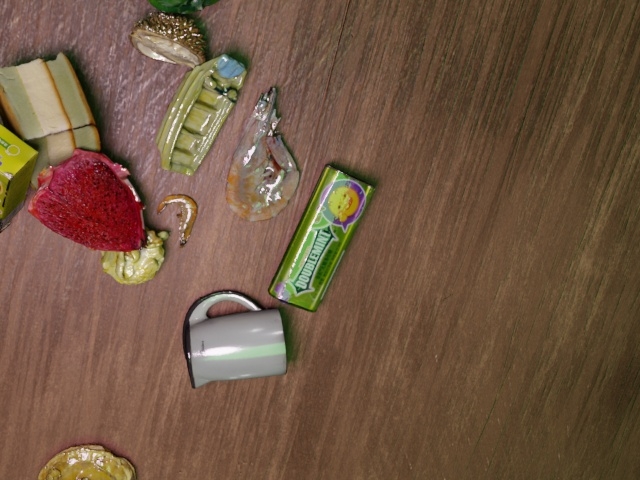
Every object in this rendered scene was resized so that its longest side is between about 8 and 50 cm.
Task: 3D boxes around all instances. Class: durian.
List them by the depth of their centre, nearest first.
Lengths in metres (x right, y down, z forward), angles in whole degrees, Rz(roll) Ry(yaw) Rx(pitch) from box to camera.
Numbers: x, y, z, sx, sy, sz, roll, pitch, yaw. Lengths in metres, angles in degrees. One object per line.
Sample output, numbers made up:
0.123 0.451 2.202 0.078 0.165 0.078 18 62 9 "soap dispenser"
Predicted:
-0.299 -0.419 1.250 0.188 0.148 0.091 28 70 -41 "durian"

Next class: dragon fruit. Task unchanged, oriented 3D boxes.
-0.471 -0.085 1.232 0.126 0.161 0.274 -8 148 29 "dragon fruit"

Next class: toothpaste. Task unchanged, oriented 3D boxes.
-0.630 -0.118 1.157 0.110 0.327 0.077 40 58 -14 "toothpaste"

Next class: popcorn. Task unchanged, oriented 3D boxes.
-0.422 0.031 1.352 0.141 0.162 0.135 14 140 7 "popcorn"

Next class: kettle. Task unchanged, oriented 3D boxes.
-0.211 0.229 1.446 0.236 0.161 0.221 -7 80 -9 "kettle"

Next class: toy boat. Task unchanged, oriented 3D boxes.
-0.264 -0.276 1.297 0.111 0.084 0.276 12 113 -53 "toy boat"

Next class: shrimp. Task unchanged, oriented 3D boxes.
-0.120 -0.189 1.387 0.164 0.062 0.317 10 108 -20 "shrimp"
-0.334 -0.043 1.395 0.091 0.025 0.127 3 101 -14 "shrimp"

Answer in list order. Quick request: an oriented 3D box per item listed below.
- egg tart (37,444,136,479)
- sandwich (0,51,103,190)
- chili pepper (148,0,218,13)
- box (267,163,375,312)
-0.581 0.616 1.489 0.241 0.106 0.241 -5 111 -12 "egg tart"
-0.556 -0.238 1.226 0.155 0.227 0.198 -21 75 -27 "sandwich"
-0.324 -0.619 1.165 0.213 0.167 0.385 -30 99 -19 "chili pepper"
0.000 0.000 1.447 0.134 0.097 0.346 23 99 -19 "box"
